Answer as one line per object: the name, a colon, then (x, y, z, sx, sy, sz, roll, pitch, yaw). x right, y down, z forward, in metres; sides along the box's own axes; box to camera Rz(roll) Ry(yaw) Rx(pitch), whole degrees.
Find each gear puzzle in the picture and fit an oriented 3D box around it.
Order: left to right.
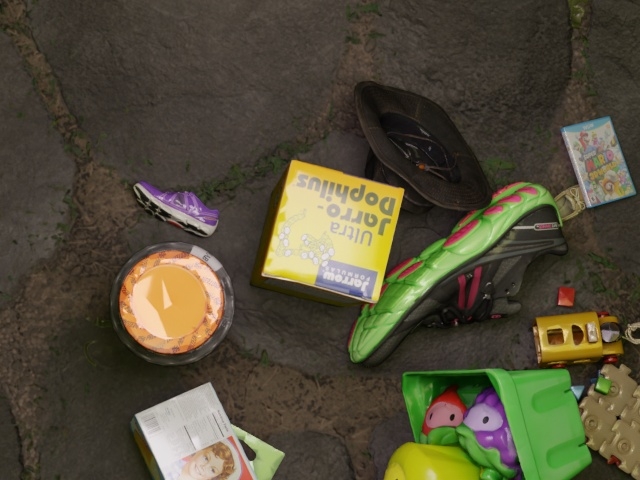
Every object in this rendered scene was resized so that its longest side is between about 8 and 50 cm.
gear puzzle: (0.642, 0.388, 1.995, 0.339, 0.044, 0.175, 35, 80, -6)

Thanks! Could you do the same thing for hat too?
hat: (0.162, -0.144, 1.919, 0.331, 0.331, 0.134, 38, 124, -3)

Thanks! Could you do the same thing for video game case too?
video game case: (0.549, -0.155, 2.022, 0.119, 0.015, 0.166, -15, 84, -23)

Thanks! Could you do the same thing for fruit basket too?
fruit basket: (0.229, 0.368, 1.777, 0.392, 0.392, 0.282, -13, 87, -8)

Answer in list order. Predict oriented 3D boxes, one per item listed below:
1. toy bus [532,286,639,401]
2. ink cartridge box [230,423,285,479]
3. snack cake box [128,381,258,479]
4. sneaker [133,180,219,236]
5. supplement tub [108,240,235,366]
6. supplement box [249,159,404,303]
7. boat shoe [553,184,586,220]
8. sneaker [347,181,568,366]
toy bus: (0.499, 0.183, 1.935, 0.191, 0.104, 0.202, 37, 81, 15)
ink cartridge box: (-0.191, 0.459, 1.875, 0.171, 0.056, 0.235, 30, 84, -3)
snack cake box: (-0.213, 0.404, 1.813, 0.152, 0.089, 0.264, -21, 74, -26)
sneaker: (-0.269, -0.068, 1.916, 0.170, 0.068, 0.071, 28, 67, -12)
supplement tub: (-0.251, 0.110, 1.753, 0.207, 0.338, 0.207, 1, 84, -8)
supplement box: (0.000, 0.000, 1.786, 0.194, 0.356, 0.195, 14, 84, -6)
boat shoe: (0.474, -0.064, 2.006, 0.153, 0.048, 0.056, -26, 89, -9)
sneaker: (0.261, 0.093, 1.898, 0.483, 0.185, 0.202, -37, 101, 0)
